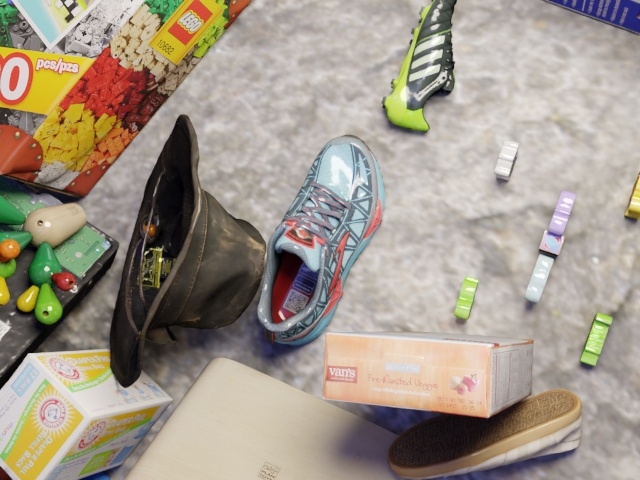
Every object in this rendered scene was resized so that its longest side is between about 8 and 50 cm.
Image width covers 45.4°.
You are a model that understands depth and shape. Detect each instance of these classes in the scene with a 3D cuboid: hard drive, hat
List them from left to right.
[{"bbox_3d":[-0.425,0.057,0.879,0.236,0.339,0.064,34,137,-3],"label":"hard drive"},{"bbox_3d":[-0.141,0.027,0.872,0.133,0.331,0.332,16,88,-20],"label":"hat"}]

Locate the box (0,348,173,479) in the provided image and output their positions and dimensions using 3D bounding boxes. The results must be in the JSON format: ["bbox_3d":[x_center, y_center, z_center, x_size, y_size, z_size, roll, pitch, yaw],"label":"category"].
[{"bbox_3d":[-0.281,0.202,0.893,0.103,0.203,0.114,39,95,15],"label":"box"}]

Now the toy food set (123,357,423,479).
[{"bbox_3d":[-0.058,0.279,0.848,0.306,0.092,0.220,21,46,15],"label":"toy food set"}]

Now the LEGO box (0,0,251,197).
[{"bbox_3d":[-0.389,-0.362,0.985,0.500,0.193,0.372,43,96,15],"label":"LEGO box"}]

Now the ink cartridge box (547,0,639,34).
[{"bbox_3d":[0.320,-0.284,0.801,0.370,0.175,0.069,23,90,16],"label":"ink cartridge box"}]

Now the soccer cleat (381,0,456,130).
[{"bbox_3d":[0.135,-0.217,0.909,0.072,0.060,0.179,23,97,6],"label":"soccer cleat"}]

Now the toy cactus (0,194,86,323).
[{"bbox_3d":[-0.347,-0.009,0.875,0.219,0.180,0.112,38,125,13],"label":"toy cactus"}]

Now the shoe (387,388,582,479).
[{"bbox_3d":[0.181,0.223,0.828,0.218,0.077,0.058,-15,116,-1],"label":"shoe"}]

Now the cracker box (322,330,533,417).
[{"bbox_3d":[0.118,0.128,0.771,0.155,0.232,0.067,1,84,25],"label":"cracker box"}]

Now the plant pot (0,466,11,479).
[{"bbox_3d":[-0.530,0.288,0.929,0.274,0.243,0.275,-2,83,14],"label":"plant pot"}]

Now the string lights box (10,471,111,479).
[{"bbox_3d":[-0.283,0.385,0.940,0.259,0.077,0.133,43,96,14],"label":"string lights box"}]

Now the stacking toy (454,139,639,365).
[{"bbox_3d":[0.257,0.008,0.852,0.166,0.052,0.221,18,90,16],"label":"stacking toy"}]

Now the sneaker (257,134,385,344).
[{"bbox_3d":[0.000,0.000,0.881,0.104,0.125,0.262,18,89,14],"label":"sneaker"}]
